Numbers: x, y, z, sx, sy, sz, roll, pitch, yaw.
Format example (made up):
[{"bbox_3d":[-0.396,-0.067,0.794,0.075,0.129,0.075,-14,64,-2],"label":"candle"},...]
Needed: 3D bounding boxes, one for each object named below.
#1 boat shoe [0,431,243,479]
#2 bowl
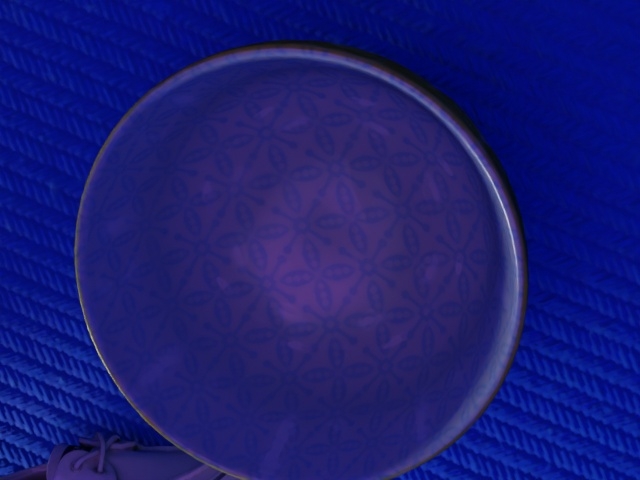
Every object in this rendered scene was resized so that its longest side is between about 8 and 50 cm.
[{"bbox_3d":[-0.167,0.184,1.311,0.258,0.095,0.084,-22,105,18],"label":"boat shoe"},{"bbox_3d":[0.000,0.000,1.177,0.289,0.156,0.289,4,108,12],"label":"bowl"}]
